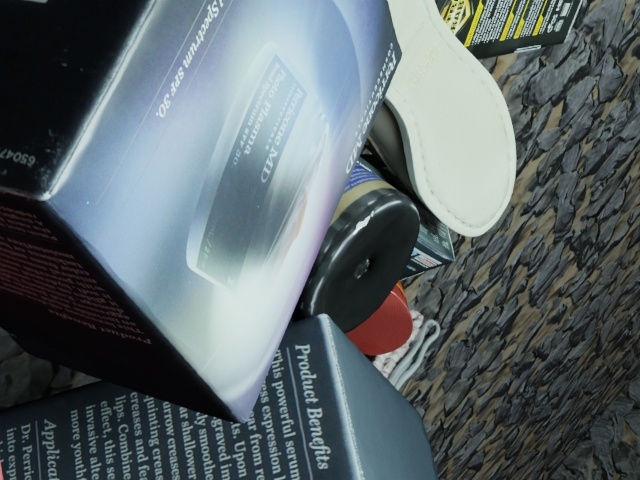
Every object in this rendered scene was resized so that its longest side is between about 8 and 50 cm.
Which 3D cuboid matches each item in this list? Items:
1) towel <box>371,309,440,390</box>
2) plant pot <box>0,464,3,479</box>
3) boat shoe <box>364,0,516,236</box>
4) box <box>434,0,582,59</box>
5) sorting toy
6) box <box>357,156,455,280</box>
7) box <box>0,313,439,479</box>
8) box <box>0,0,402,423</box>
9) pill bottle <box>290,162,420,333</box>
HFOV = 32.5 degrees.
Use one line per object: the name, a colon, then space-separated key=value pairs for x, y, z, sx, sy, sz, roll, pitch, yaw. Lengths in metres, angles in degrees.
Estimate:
towel: x=0.022 y=0.257 z=1.309 sx=0.317 sy=0.053 sz=0.332 roll=-60 pitch=172 yaw=21
plant pot: x=-0.327 y=0.125 z=0.507 sx=0.243 sy=0.275 sz=0.275 roll=-33 pitch=154 yaw=10
boat shoe: x=0.065 y=-0.125 z=0.919 sx=0.116 sy=0.097 sz=0.324 roll=-52 pitch=133 yaw=-13
box: x=0.182 y=-0.321 z=0.987 sx=0.257 sy=0.079 sz=0.322 roll=-17 pitch=134 yaw=-42
sorting toy: x=0.062 y=-0.046 z=1.141 sx=0.126 sy=0.127 sz=0.365 roll=-68 pitch=167 yaw=-47
box: x=0.000 y=0.000 z=0.996 sx=0.175 sy=0.051 sz=0.220 roll=-21 pitch=156 yaw=23
box: x=-0.116 y=0.245 z=0.840 sx=0.396 sy=0.212 sz=0.293 roll=-17 pitch=154 yaw=11
box: x=-0.097 y=-0.094 z=0.629 sx=0.294 sy=0.183 sz=0.296 roll=65 pitch=44 yaw=-61
pill bottle: x=-0.043 y=-0.033 z=0.826 sx=0.123 sy=0.219 sz=0.122 roll=-38 pitch=148 yaw=-29
